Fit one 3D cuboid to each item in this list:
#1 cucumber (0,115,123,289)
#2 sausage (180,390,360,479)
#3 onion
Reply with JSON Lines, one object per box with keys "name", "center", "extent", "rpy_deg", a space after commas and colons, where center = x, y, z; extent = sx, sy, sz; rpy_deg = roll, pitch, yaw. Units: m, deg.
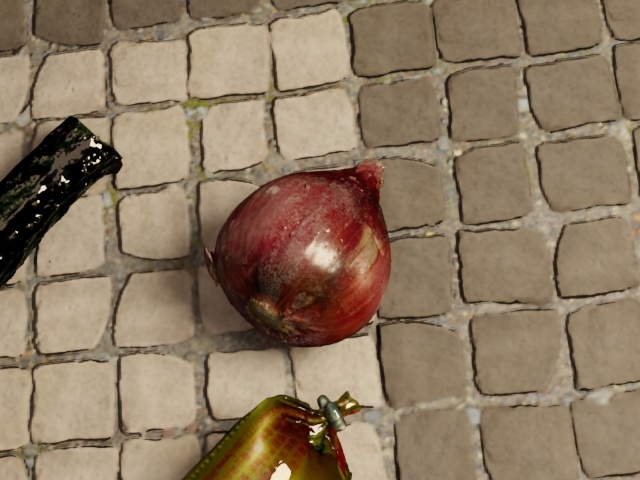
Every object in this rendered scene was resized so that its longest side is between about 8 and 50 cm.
{"name": "cucumber", "center": [-0.316, 0.010, 1.293], "extent": [0.081, 0.072, 0.303], "rpy_deg": [39, 81, 18]}
{"name": "sausage", "center": [-0.083, 0.245, 1.153], "extent": [0.125, 0.117, 0.317], "rpy_deg": [41, 80, 4]}
{"name": "onion", "center": [0.000, 0.000, 1.210], "extent": [0.159, 0.159, 0.195], "rpy_deg": [28, 61, 17]}
